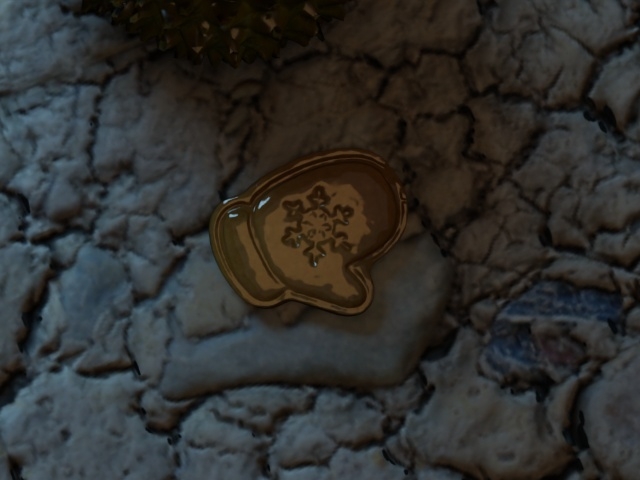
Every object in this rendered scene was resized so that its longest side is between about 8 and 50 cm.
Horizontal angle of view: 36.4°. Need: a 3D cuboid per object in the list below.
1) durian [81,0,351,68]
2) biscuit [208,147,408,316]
[{"bbox_3d":[-0.086,-0.246,0.578,0.293,0.258,0.258,29,86,9],"label":"durian"},{"bbox_3d":[0.000,0.000,0.676,0.140,0.023,0.118,-32,90,-6],"label":"biscuit"}]
